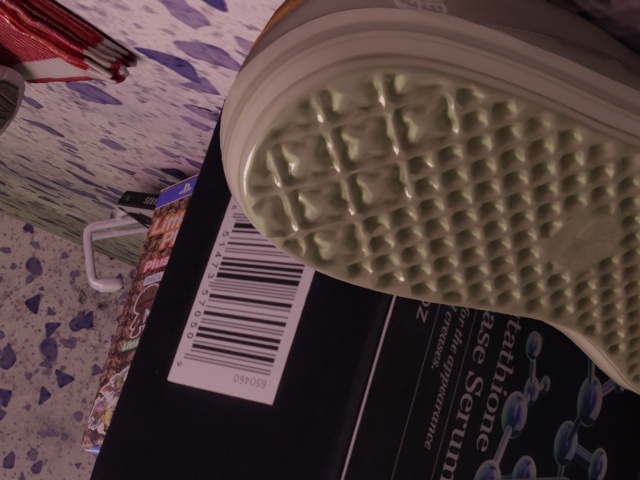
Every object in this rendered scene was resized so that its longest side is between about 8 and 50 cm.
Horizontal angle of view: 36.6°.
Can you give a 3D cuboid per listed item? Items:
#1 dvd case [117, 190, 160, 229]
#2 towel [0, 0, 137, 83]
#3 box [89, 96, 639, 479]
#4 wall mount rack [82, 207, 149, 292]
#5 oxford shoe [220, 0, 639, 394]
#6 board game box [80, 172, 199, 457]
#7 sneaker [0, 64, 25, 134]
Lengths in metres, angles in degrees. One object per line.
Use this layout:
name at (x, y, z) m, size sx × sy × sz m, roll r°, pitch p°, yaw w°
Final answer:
dvd case at (-0.122, 0.006, 1.150) m, size 0.179 × 0.029 × 0.239 m, roll 40°, pitch 162°, yaw -32°
towel at (-0.335, -0.212, 0.780) m, size 0.329 × 0.037 × 0.237 m, roll 30°, pitch 169°, yaw -37°
box at (0.082, 0.106, 0.725) m, size 0.212 × 0.293 × 0.395 m, roll 3°, pitch 160°, yaw 42°
wall mount rack at (-0.187, 0.007, 1.406) m, size 0.304 × 0.130 × 0.350 m, roll -9°, pitch 178°, yaw -14°
oxford shoe at (0.151, -0.020, 0.491) m, size 0.449 × 0.169 × 0.130 m, roll 19°, pitch -146°, yaw -28°
board game box at (-0.058, 0.104, 0.911) m, size 0.141 × 0.291 × 0.232 m, roll -20°, pitch 133°, yaw 31°
sneaker at (-0.354, -0.151, 0.824) m, size 0.115 × 0.090 × 0.232 m, roll 25°, pitch 173°, yaw 11°
